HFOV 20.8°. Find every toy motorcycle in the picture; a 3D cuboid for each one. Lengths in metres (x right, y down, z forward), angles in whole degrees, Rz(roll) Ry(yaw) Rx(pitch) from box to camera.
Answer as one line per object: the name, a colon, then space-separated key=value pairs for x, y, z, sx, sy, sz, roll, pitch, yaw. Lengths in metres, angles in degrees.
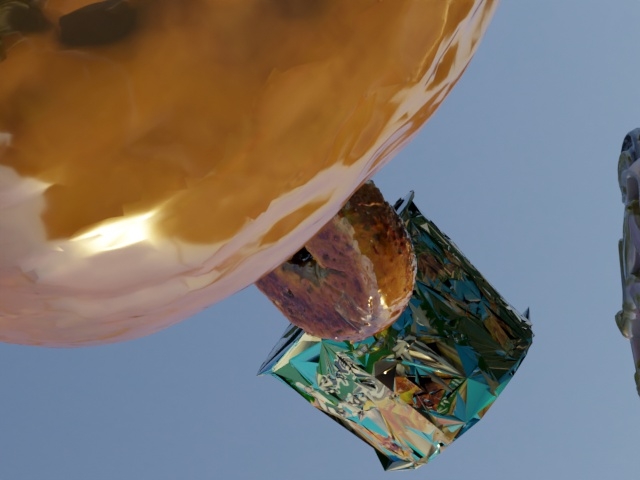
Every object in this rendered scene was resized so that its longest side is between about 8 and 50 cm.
toy motorcycle: x=0.247 y=0.021 z=1.217 sx=0.152 sy=0.073 sz=0.225 roll=115 pitch=149 yaw=-79

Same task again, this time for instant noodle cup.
instant noodle cup: x=0.079 y=0.095 z=1.649 sx=0.178 sy=0.240 sz=0.240 roll=41 pitch=-139 yaw=-3

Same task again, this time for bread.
bread: x=0.000 y=0.000 z=1.393 sx=0.064 sy=0.193 sz=0.193 roll=-42 pitch=-68 yaw=-33

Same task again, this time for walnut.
walnut: x=-0.101 y=-0.140 z=0.766 sx=0.398 sy=0.354 sz=0.308 roll=-41 pitch=-36 yaw=-16
